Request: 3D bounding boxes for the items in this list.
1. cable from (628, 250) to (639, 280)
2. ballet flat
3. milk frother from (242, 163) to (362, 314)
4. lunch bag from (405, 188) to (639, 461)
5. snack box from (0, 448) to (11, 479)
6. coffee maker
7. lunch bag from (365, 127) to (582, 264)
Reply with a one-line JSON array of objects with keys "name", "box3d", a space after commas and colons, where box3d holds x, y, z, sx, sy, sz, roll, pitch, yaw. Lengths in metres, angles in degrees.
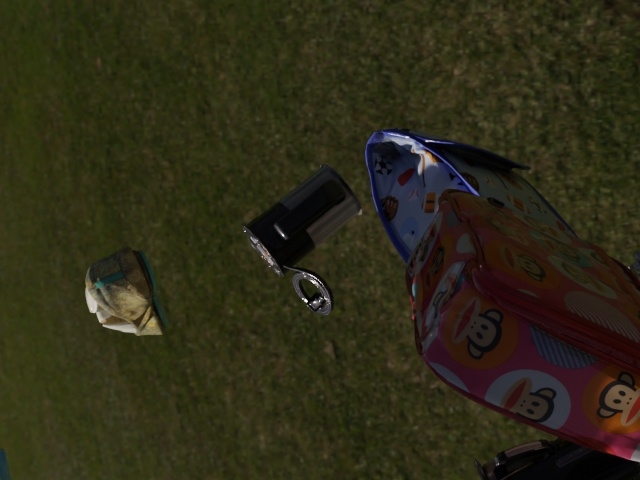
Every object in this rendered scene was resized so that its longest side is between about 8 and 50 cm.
[{"name": "cable", "box3d": [0.420, 0.172, 1.305, 0.089, 0.257, 0.257, -1, 62, 33]}, {"name": "ballet flat", "box3d": [-0.323, 0.097, 1.558, 0.348, 0.123, 0.123, 107, 147, -73]}, {"name": "milk frother", "box3d": [0.000, 0.000, 1.191, 0.143, 0.135, 0.129, 54, 170, -15]}, {"name": "lunch bag", "box3d": [0.213, 0.073, 0.842, 0.293, 0.258, 0.120, -89, 24, -71]}, {"name": "snack box", "box3d": [-0.443, 0.401, 1.042, 0.321, 0.060, 0.187, -57, 32, 5]}, {"name": "coffee maker", "box3d": [0.304, 0.310, 1.151, 0.171, 0.178, 0.120, 65, -175, 25]}, {"name": "lunch bag", "box3d": [0.284, -0.052, 1.780, 0.239, 0.328, 0.385, -48, 59, 24]}]
